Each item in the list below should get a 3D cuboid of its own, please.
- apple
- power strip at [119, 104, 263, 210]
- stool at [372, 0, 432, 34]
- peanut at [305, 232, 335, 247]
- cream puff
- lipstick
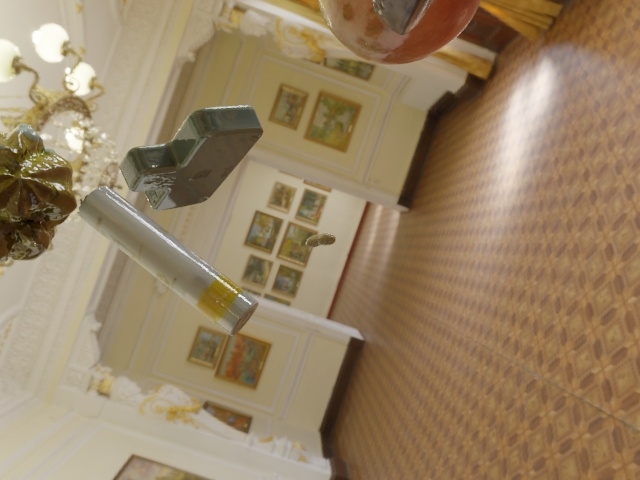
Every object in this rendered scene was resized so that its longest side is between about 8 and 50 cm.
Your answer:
[{"bbox_3d":[0.166,-0.573,1.169,0.364,0.364,0.363,-161,90,-88],"label":"apple"},{"bbox_3d":[-0.231,-0.130,0.872,0.194,0.059,0.265,-17,-12,-41],"label":"power strip"},{"bbox_3d":[0.097,-0.401,0.601,0.272,0.179,0.272,-61,-1,-2],"label":"stool"},{"bbox_3d":[0.000,0.000,1.391,0.037,0.083,0.037,-15,-90,-72],"label":"peanut"},{"bbox_3d":[-0.770,-0.097,1.284,0.378,0.276,0.378,-32,-50,-48],"label":"cream puff"},{"bbox_3d":[-0.201,0.024,0.689,0.059,0.264,0.059,-52,-7,-9],"label":"lipstick"}]
